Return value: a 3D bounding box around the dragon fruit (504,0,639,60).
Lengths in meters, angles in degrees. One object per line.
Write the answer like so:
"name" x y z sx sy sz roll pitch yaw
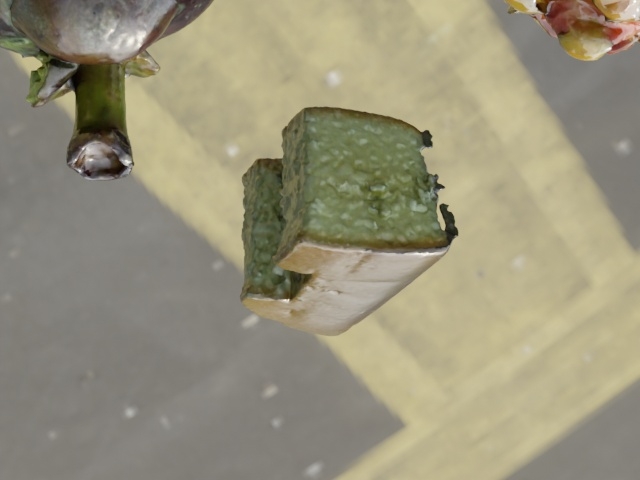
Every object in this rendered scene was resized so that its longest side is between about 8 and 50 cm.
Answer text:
"dragon fruit" 0.258 -0.282 1.625 0.296 0.314 0.263 3 106 -57

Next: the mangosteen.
"mangosteen" -0.176 -0.186 1.369 0.231 0.289 0.231 3 176 0

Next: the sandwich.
"sandwich" 0.000 0.000 1.475 0.128 0.122 0.235 7 154 -20
